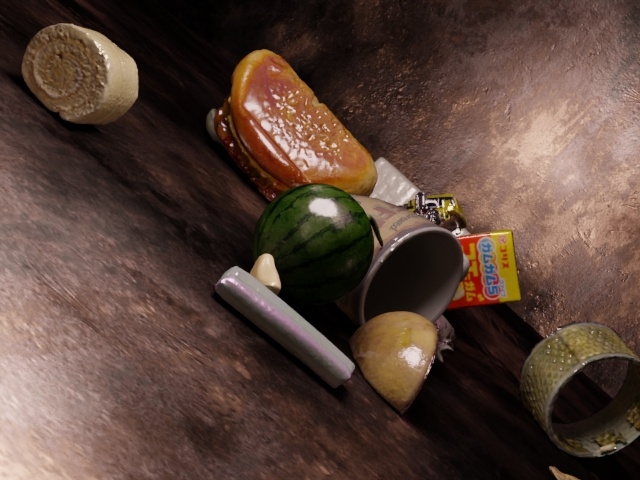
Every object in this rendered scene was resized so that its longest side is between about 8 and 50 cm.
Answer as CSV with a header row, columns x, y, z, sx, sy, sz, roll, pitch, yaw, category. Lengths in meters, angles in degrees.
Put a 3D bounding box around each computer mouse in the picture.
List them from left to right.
x,y,z,sx,sy,sz,roll,pitch,yaw,category
-0.221,-0.252,2.246,0.089,0.056,0.181,62,15,5,computer mouse

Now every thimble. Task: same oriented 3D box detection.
x,y,z,sx,sy,sz,roll,pitch,yaw,category
0.585,0.326,2.118,0.270,0.271,0.150,36,11,-24,thimble

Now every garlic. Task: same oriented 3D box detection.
x,y,z,sx,sy,sz,roll,pitch,yaw,category
-0.082,0.056,1.389,0.041,0.053,0.083,19,32,-23,garlic

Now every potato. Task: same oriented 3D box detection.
x,y,z,sx,sy,sz,roll,pitch,yaw,category
0.110,0.156,1.516,0.100,0.120,0.261,33,10,-6,potato

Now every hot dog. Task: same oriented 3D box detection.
x,y,z,sx,sy,sz,roll,pitch,yaw,category
-0.078,-0.204,2.098,0.405,0.223,0.185,48,-29,5,hot dog

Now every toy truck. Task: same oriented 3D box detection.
x,y,z,sx,sy,sz,roll,pitch,yaw,category
0.162,-0.025,2.039,0.136,0.285,0.111,44,39,-57,toy truck

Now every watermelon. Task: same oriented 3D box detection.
x,y,z,sx,sy,sz,roll,pitch,yaw,category
0.000,0.000,1.493,0.188,0.214,0.188,49,-23,30,watermelon

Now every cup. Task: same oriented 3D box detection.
x,y,z,sx,sy,sz,roll,pitch,yaw,category
0.121,0.022,1.746,0.301,0.227,0.257,-2,30,-37,cup

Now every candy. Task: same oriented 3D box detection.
x,y,z,sx,sy,sz,roll,pitch,yaw,category
0.190,-0.015,2.261,0.358,0.208,0.145,45,-4,23,candy
0.250,0.065,1.922,0.088,0.276,0.146,-13,97,-79,candy

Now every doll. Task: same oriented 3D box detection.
x,y,z,sx,sy,sz,roll,pitch,yaw,category
0.179,0.156,1.836,0.192,0.095,0.149,37,7,-3,doll

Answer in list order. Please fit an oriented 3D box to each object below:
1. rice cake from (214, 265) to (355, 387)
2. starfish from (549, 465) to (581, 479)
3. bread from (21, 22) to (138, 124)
x,y,z,sx,sy,sz,roll,pitch,yaw,category
-0.045,0.117,1.296,0.221,0.042,0.080,40,8,-3,rice cake
0.488,0.480,1.715,0.277,0.062,0.236,30,8,-29,starfish
-0.362,-0.254,1.490,0.148,0.134,0.141,51,10,2,bread
